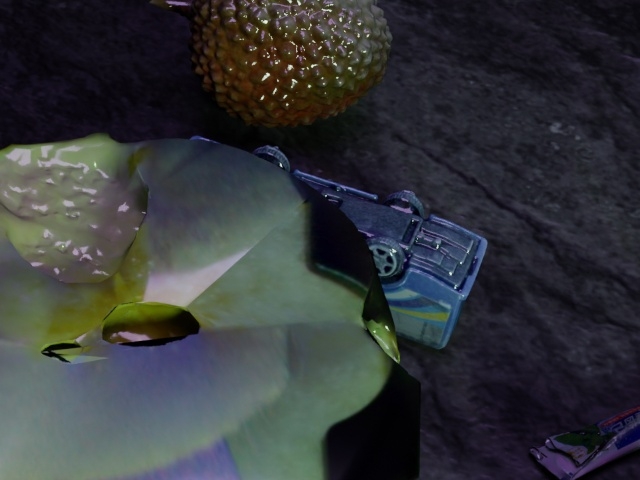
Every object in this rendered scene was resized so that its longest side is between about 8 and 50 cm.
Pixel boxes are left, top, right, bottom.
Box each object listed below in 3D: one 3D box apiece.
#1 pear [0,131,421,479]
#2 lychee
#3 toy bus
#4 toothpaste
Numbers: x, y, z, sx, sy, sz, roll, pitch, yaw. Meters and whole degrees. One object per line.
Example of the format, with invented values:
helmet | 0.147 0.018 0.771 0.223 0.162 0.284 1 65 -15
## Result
pear | -0.133 0.114 1.162 0.399 0.165 0.398 5 42 -5
lychee | -0.039 -0.172 1.494 0.197 0.165 0.165 14 42 16
toy bus | -0.001 0.003 1.360 0.237 0.094 0.079 19 37 8
toothpaste | 0.229 0.131 1.310 0.170 0.028 0.045 -19 39 -23
